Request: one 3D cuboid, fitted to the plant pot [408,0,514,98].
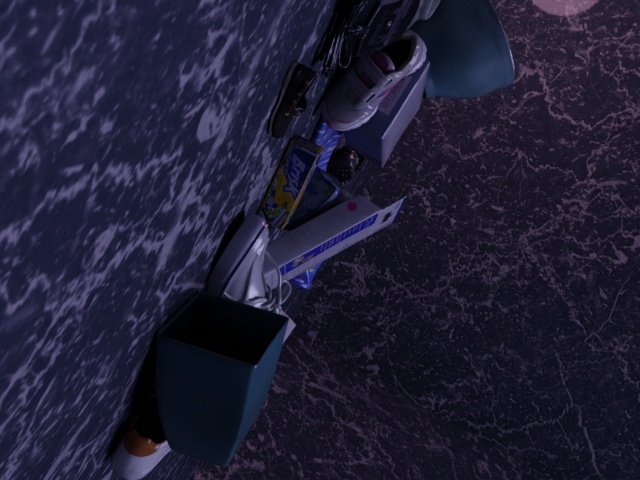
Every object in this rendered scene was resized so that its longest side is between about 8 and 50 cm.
[{"bbox_3d":[0.292,-0.448,1.677,0.196,0.293,0.293,-27,178,5],"label":"plant pot"}]

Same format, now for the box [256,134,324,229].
[{"bbox_3d":[-0.056,-0.109,1.357,0.169,0.059,0.054,-63,177,23],"label":"box"}]

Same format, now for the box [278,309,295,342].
[{"bbox_3d":[-0.167,0.231,1.581,0.203,0.103,0.114,-45,-179,18],"label":"box"}]

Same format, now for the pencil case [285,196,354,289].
[{"bbox_3d":[-0.015,-0.004,2.036,0.306,0.133,0.119,-60,-152,-6],"label":"pencil case"}]

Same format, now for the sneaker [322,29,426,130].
[{"bbox_3d":[0.098,-0.317,1.376,0.252,0.103,0.111,-46,174,1],"label":"sneaker"}]

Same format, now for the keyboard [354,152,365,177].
[{"bbox_3d":[0.111,-0.270,2.521,0.192,0.038,0.100,-54,148,-51],"label":"keyboard"}]

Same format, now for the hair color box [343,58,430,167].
[{"bbox_3d":[0.141,-0.295,1.617,0.185,0.113,0.374,-58,174,0],"label":"hair color box"}]

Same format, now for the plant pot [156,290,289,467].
[{"bbox_3d":[-0.172,0.239,1.192,0.165,0.165,0.234,-52,156,-64],"label":"plant pot"}]

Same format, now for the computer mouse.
[{"bbox_3d":[0.082,-0.388,1.219,0.272,0.072,0.188,-34,157,-53],"label":"computer mouse"}]

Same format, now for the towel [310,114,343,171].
[{"bbox_3d":[0.022,-0.234,1.618,0.336,0.040,0.243,-64,174,30],"label":"towel"}]

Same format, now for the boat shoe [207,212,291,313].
[{"bbox_3d":[-0.127,0.117,1.322,0.367,0.156,0.136,-64,175,37],"label":"boat shoe"}]

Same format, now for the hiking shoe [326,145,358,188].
[{"bbox_3d":[0.056,-0.215,1.962,0.227,0.086,0.114,124,-18,-78],"label":"hiking shoe"}]

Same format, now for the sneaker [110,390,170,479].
[{"bbox_3d":[-0.258,0.303,1.311,0.123,0.106,0.290,-61,175,31],"label":"sneaker"}]

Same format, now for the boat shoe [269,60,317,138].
[{"bbox_3d":[-0.042,-0.202,1.077,0.133,0.042,0.049,-63,177,39],"label":"boat shoe"}]

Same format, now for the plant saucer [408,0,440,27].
[{"bbox_3d":[0.220,-0.562,1.450,0.400,0.100,0.400,-61,175,-9],"label":"plant saucer"}]

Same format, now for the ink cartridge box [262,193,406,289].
[{"bbox_3d":[0.000,0.000,1.530,0.371,0.069,0.176,-27,167,-11],"label":"ink cartridge box"}]

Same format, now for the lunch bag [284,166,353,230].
[{"bbox_3d":[-0.023,-0.076,1.536,0.151,0.096,0.129,-45,161,11],"label":"lunch bag"}]
